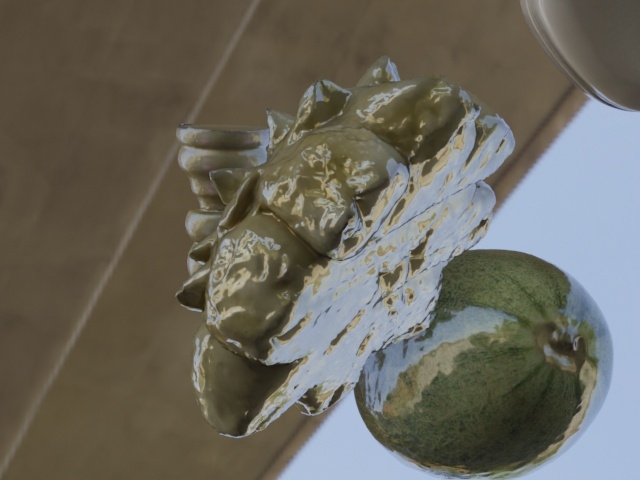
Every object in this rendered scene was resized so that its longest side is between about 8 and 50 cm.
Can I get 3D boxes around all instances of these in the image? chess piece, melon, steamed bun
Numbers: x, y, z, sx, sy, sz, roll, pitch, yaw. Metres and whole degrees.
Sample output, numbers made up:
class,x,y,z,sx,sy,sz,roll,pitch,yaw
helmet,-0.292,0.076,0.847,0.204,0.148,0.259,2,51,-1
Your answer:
class,x,y,z,sx,sy,sz,roll,pitch,yaw
chess piece,-0.098,-0.031,1.459,0.094,0.094,0.170,2,-80,0
melon,0.169,0.130,1.522,0.249,0.248,0.329,22,-17,-19
steamed bun,0.000,0.000,1.027,0.292,0.137,0.295,-53,-19,4

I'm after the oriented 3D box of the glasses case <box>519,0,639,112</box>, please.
class,x,y,z,sx,sy,sz,roll,pitch,yaw
glasses case,0.160,-0.125,0.510,0.196,0.050,0.083,-41,-83,5
